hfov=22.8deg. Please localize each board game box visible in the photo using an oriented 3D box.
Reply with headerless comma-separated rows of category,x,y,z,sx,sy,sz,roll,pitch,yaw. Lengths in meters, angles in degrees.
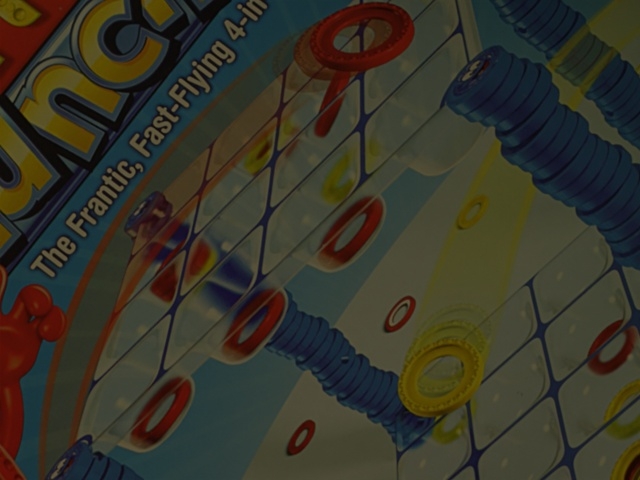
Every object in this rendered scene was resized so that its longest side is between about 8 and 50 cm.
board game box,0.000,0.000,0.478,0.308,0.302,0.086,-53,-3,-6
